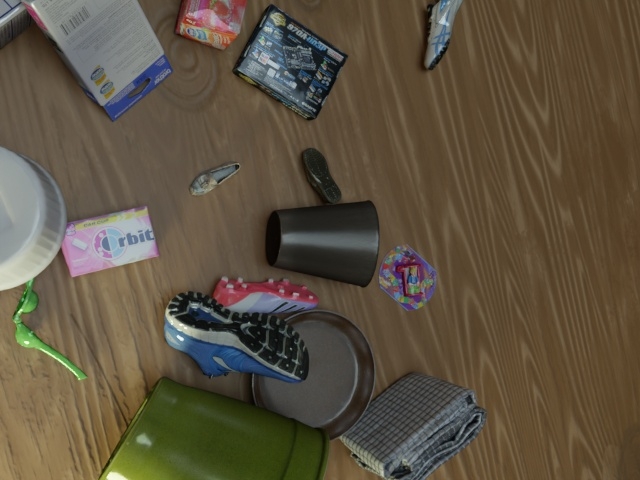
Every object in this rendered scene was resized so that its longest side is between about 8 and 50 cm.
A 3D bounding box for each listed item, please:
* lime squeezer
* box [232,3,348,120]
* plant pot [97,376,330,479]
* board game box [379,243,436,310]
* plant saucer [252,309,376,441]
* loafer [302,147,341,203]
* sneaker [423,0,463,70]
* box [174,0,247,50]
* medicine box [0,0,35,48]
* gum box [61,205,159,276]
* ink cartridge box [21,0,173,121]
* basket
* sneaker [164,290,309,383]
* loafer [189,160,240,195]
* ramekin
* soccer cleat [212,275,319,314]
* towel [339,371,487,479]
[{"bbox_3d":[-0.550,0.141,1.329,0.110,0.059,0.310,-12,98,-12],"label":"lime squeezer"},{"bbox_3d":[-0.068,-0.408,1.564,0.220,0.051,0.175,28,83,-20],"label":"box"},{"bbox_3d":[-0.228,0.457,1.339,0.353,0.366,0.366,31,76,-7],"label":"plant pot"},{"bbox_3d":[0.227,0.095,1.695,0.169,0.033,0.133,41,73,-17],"label":"board game box"},{"bbox_3d":[-0.017,0.314,1.572,0.311,0.050,0.310,0,89,-23],"label":"plant saucer"},{"bbox_3d":[-0.004,-0.148,1.594,0.056,0.050,0.148,-21,81,-26],"label":"loafer"},{"bbox_3d":[0.302,-0.549,1.731,0.086,0.085,0.237,18,84,4],"label":"sneaker"},{"bbox_3d":[-0.222,-0.565,1.466,0.123,0.128,0.256,14,83,-23],"label":"box"},{"bbox_3d":[-0.702,-0.460,1.239,0.289,0.149,0.263,-47,106,-19],"label":"medicine box"},{"bbox_3d":[-0.439,0.002,1.387,0.188,0.062,0.107,-15,94,-23],"label":"gum box"},{"bbox_3d":[-0.431,-0.406,1.342,0.186,0.065,0.311,-47,145,-17],"label":"ink cartridge box"},{"bbox_3d":[0.000,0.000,1.538,0.227,0.154,0.204,4,90,-20],"label":"basket"},{"bbox_3d":[-0.181,0.227,1.451,0.330,0.147,0.129,24,40,-5],"label":"sneaker"},{"bbox_3d":[-0.232,-0.141,1.496,0.125,0.039,0.045,-34,102,-21],"label":"loafer"},{"bbox_3d":[-0.620,-0.048,1.237,0.277,0.135,0.277,1,84,-11],"label":"ramekin"},{"bbox_3d":[-0.125,0.139,1.524,0.248,0.083,0.095,8,112,-27],"label":"soccer cleat"},{"bbox_3d":[0.213,0.443,1.571,0.284,0.235,0.121,-35,108,-21],"label":"towel"}]
